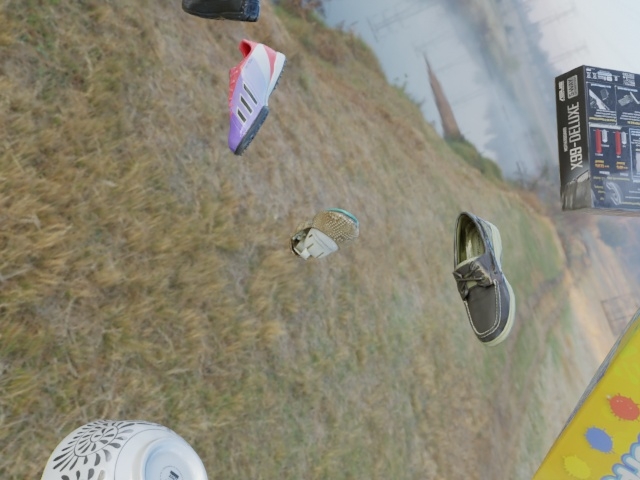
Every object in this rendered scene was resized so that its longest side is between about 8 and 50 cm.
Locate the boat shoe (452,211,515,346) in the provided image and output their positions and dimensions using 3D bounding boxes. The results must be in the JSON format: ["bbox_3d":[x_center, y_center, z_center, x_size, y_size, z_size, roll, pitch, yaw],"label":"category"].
[{"bbox_3d":[0.229,0.051,1.008,0.073,0.080,0.224,32,43,-27],"label":"boat shoe"}]

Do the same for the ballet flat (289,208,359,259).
[{"bbox_3d":[0.000,0.000,1.047,0.073,0.067,0.206,39,-15,-7],"label":"ballet flat"}]

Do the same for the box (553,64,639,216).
[{"bbox_3d":[0.560,-0.164,1.198,0.307,0.076,0.243,1,84,-22],"label":"box"}]

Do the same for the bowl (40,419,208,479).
[{"bbox_3d":[-0.155,0.227,0.615,0.170,0.080,0.170,38,31,-28],"label":"bowl"}]

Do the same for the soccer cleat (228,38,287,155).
[{"bbox_3d":[-0.171,-0.328,1.552,0.116,0.108,0.318,26,56,-16],"label":"soccer cleat"}]

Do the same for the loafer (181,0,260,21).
[{"bbox_3d":[-0.204,-0.493,1.402,0.076,0.223,0.078,-10,111,-46],"label":"loafer"}]

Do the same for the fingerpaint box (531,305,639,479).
[{"bbox_3d":[0.426,0.083,0.704,0.371,0.163,0.445,-35,149,-39],"label":"fingerpaint box"}]
